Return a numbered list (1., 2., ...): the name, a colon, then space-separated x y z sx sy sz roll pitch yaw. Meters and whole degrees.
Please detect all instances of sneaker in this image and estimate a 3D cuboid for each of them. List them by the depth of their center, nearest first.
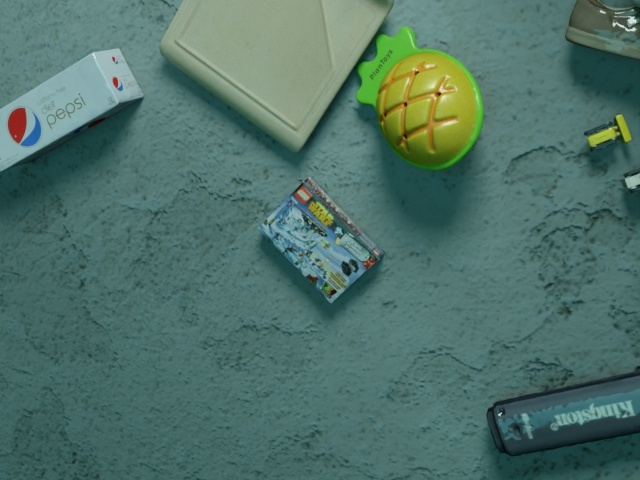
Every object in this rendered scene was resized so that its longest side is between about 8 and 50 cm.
1. sneaker: 0.355 -0.218 0.949 0.189 0.066 0.071 17 106 12

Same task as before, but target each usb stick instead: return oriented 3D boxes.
1. usb stick: 0.339 0.202 1.096 0.278 0.045 0.077 -17 101 23

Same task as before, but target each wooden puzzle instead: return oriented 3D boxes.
1. wooden puzzle: -0.056 -0.257 1.095 0.221 0.044 0.238 37 119 5

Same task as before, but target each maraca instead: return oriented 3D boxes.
1. maraca: 0.109 -0.161 1.038 0.185 0.099 0.127 50 115 28

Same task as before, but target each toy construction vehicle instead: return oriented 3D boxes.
1. toy construction vehicle: 0.353 -0.102 1.007 0.098 0.035 0.085 -24 87 21

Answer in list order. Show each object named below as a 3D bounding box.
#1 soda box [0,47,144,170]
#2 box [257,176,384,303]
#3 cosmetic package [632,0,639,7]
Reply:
1. soda box: -0.344 -0.170 1.202 0.216 0.069 0.073 -24 97 23
2. box: 0.000 0.000 1.159 0.137 0.027 0.094 46 116 0
3. cosmetic package: 0.381 -0.404 0.815 0.197 0.155 0.365 -8 106 5
